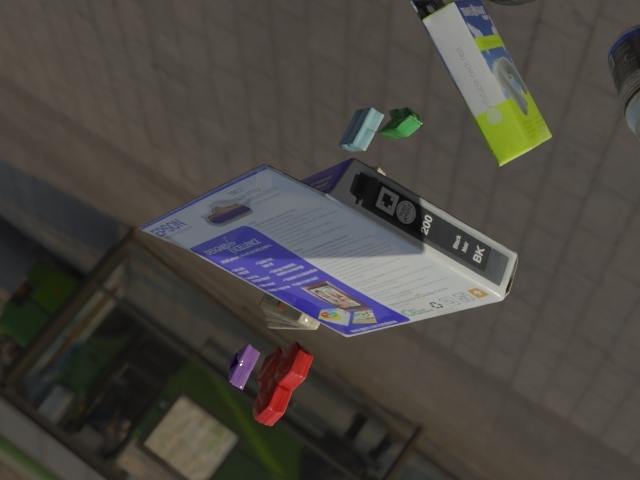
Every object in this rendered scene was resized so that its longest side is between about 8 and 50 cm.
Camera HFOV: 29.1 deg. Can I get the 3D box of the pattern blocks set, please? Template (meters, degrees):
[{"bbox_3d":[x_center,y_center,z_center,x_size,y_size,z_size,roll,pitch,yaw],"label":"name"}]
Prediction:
[{"bbox_3d":[0.001,0.010,1.232,0.026,0.325,0.285,30,-178,-18],"label":"pattern blocks set"}]

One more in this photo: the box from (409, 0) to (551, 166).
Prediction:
[{"bbox_3d":[0.158,-0.165,1.198,0.042,0.109,0.178,-28,90,24],"label":"box"}]

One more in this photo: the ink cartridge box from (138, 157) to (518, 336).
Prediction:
[{"bbox_3d":[0.000,0.000,0.908,0.208,0.045,0.206,28,155,-25],"label":"ink cartridge box"}]

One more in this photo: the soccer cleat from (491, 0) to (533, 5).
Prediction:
[{"bbox_3d":[0.250,-0.320,1.020,0.108,0.318,0.116,45,-159,10],"label":"soccer cleat"}]

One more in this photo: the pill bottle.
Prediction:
[{"bbox_3d":[0.344,-0.151,1.260,0.078,0.137,0.078,-2,138,-2],"label":"pill bottle"}]
